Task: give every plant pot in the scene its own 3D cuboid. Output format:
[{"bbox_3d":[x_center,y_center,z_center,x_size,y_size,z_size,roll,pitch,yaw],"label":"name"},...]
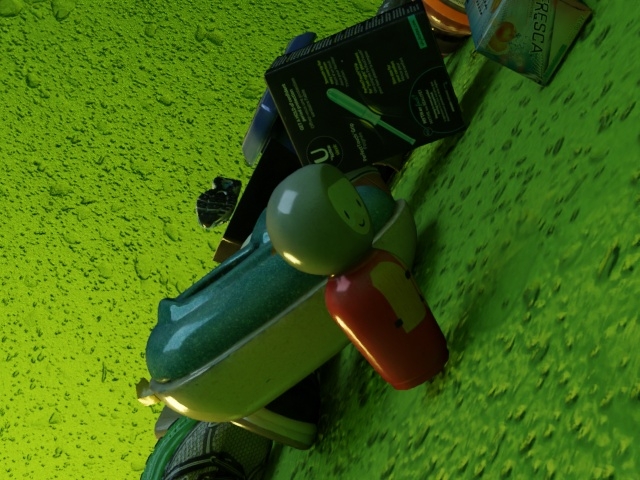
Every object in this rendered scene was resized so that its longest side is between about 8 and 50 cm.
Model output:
[{"bbox_3d":[-0.061,-0.031,1.326,0.187,0.167,0.188,136,158,-72],"label":"plant pot"},{"bbox_3d":[-0.008,-0.227,1.464,0.236,0.212,0.235,129,165,-64],"label":"plant pot"}]

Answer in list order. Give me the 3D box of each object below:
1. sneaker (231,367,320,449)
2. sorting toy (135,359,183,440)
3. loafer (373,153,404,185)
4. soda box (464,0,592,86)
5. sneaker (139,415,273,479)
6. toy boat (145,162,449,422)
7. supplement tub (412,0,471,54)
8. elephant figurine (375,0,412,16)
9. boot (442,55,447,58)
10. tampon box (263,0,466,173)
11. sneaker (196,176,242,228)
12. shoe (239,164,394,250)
[{"bbox_3d":[-0.028,0.106,0.807,0.282,0.099,0.153,-161,94,-87],"label":"sneaker"},{"bbox_3d":[-0.169,0.189,1.168,0.307,0.041,0.229,-17,37,30],"label":"sorting toy"},{"bbox_3d":[0.078,-0.123,0.977,0.087,0.095,0.251,-114,36,-50],"label":"loafer"},{"bbox_3d":[0.155,-0.182,0.616,0.063,0.058,0.183,-61,6,27],"label":"soda box"},{"bbox_3d":[-0.130,0.317,0.831,0.146,0.134,0.343,-13,45,53],"label":"sneaker"},{"bbox_3d":[-0.017,0.027,0.603,0.267,0.148,0.318,-37,9,-18],"label":"toy boat"},{"bbox_3d":[0.157,-0.286,0.804,0.198,0.106,0.106,-58,9,47],"label":"supplement tub"},{"bbox_3d":[0.116,-0.395,0.936,0.239,0.169,0.186,-45,4,39],"label":"elephant figurine"},{"bbox_3d":[0.145,-0.309,1.052,0.178,0.085,0.236,-67,14,-22],"label":"boot"},{"bbox_3d":[0.045,-0.147,0.779,0.161,0.120,0.101,-19,19,13],"label":"tampon box"},{"bbox_3d":[-0.169,-0.051,1.343,0.162,0.064,0.073,-67,-13,-65],"label":"sneaker"},{"bbox_3d":[0.000,0.000,0.812,0.178,0.081,0.063,-35,-24,10],"label":"shoe"}]
